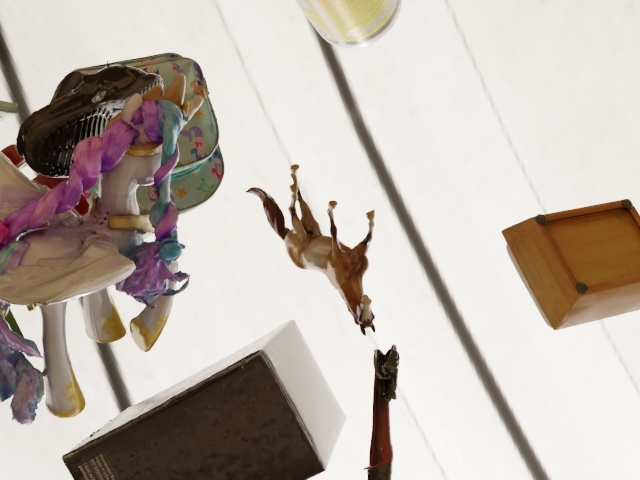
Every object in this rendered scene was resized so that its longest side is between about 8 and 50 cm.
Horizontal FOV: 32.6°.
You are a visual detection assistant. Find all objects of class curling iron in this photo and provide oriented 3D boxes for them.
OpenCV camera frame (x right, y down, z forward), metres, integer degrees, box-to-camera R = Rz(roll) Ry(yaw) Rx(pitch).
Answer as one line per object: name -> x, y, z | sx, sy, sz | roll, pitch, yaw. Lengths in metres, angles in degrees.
curling iron -> 0.067, 0.255, 1.272 | 0.035, 0.273, 0.068 | 4, 169, 6

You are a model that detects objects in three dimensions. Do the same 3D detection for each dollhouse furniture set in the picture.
dollhouse furniture set -> -0.365, 0.097, 1.511 | 0.152, 0.058, 0.076 | -22, 169, -37

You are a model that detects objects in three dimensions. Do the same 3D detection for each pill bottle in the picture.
pill bottle -> 0.024, -0.510, 2.045 | 0.188, 0.334, 0.187 | -6, -108, 18

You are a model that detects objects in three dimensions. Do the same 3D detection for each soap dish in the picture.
soap dish -> 0.527, 0.037, 2.122 | 0.291, 0.118, 0.228 | -11, -120, -25

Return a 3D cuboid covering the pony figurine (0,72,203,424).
pony figurine -> -0.274, 0.015, 1.102 | 0.303, 0.363, 0.351 | 37, -143, 28

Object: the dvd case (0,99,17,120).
dvd case -> -0.375, -0.133, 1.122 | 0.087, 0.013, 0.119 | 9, 169, -38

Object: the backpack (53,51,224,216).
backpack -> -0.263, -0.149, 1.657 | 0.225, 0.253, 0.191 | -16, -178, -33

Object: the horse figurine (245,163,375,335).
horse figurine -> 0.000, 0.000, 1.557 | 0.066, 0.174, 0.263 | -26, -140, -32

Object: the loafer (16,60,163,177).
loafer -> -0.252, -0.131, 1.147 | 0.078, 0.080, 0.220 | 28, -150, 12

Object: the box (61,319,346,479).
box -> -0.139, 0.266, 1.476 | 0.294, 0.182, 0.296 | -30, 180, 8

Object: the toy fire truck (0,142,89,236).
toy fire truck -> -0.508, -0.047, 1.834 | 0.254, 0.169, 0.302 | -37, -170, 29
